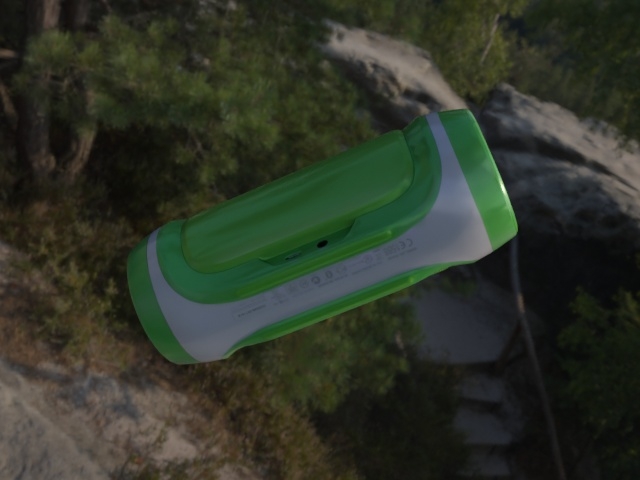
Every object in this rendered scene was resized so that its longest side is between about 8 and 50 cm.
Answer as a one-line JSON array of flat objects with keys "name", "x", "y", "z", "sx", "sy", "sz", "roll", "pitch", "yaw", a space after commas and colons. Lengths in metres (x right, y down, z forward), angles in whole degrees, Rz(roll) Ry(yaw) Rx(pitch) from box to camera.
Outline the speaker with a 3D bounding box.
[{"name": "speaker", "x": 0.000, "y": 0.000, "z": 0.658, "sx": 0.296, "sy": 0.131, "sz": 0.131, "roll": -22, "pitch": 32, "yaw": 10}]
